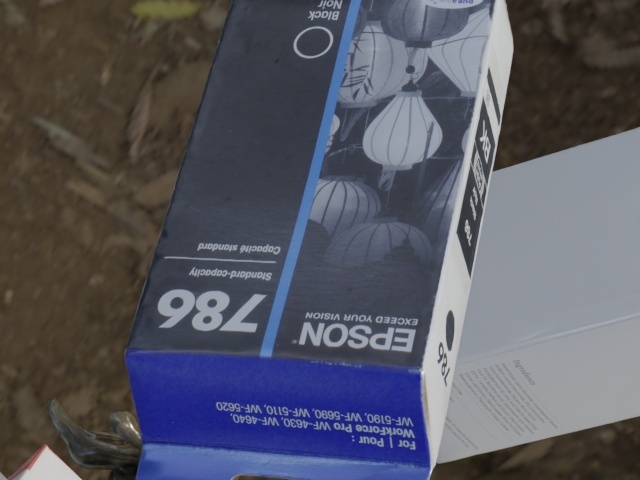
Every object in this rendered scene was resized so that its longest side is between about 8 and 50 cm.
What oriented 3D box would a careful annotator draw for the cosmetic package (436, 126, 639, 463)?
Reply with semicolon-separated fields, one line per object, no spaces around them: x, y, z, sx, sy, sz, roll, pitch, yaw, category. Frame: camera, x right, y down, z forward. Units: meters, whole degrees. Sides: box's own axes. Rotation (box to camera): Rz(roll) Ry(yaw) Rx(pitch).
0.228;0.037;1.610;0.155;0.366;0.197;50;34;-45;cosmetic package

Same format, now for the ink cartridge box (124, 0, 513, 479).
0.000;0.000;1.039;0.165;0.065;0.332;2;56;16;ink cartridge box

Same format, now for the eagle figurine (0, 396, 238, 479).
-0.111;0.252;1.087;0.225;0.226;0.298;11;81;22;eagle figurine

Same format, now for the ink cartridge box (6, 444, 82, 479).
-0.260;0.253;1.420;0.067;0.198;0.115;46;13;-5;ink cartridge box
